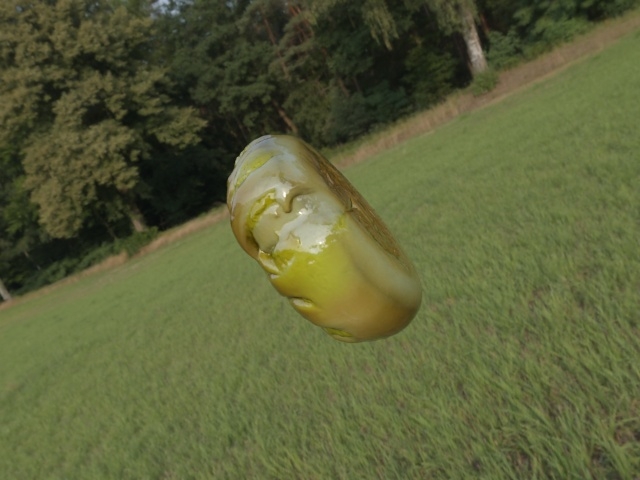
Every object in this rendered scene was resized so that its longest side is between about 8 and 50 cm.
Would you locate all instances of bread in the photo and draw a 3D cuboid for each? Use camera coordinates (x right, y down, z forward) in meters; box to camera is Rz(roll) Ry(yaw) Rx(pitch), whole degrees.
[{"bbox_3d":[0.000,0.000,0.487,0.105,0.213,0.213,-42,3,18],"label":"bread"}]
